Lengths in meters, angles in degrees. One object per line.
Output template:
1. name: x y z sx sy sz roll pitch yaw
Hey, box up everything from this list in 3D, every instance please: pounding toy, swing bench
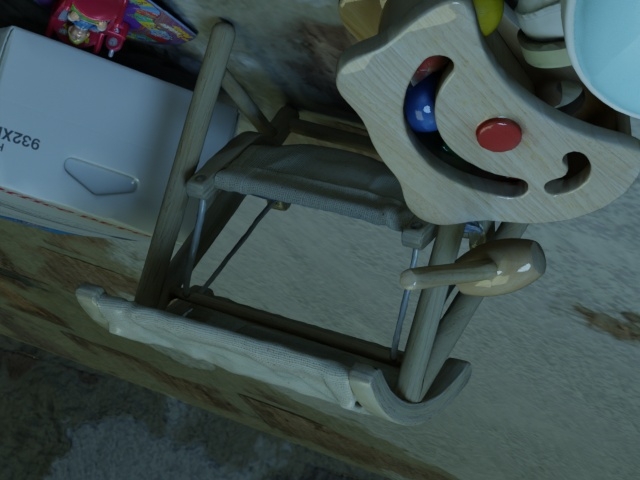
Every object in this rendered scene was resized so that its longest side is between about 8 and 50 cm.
1. pounding toy: 0.115 -0.056 1.124 0.154 0.154 0.269 -14 138 19
2. swing bench: 0.000 0.000 1.358 0.253 0.254 0.165 16 163 29

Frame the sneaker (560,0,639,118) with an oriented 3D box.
1. sneaker: 0.191 -0.130 0.612 0.135 0.150 0.366 33 139 -9

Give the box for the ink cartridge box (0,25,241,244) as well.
1. ink cartridge box: -0.245 -0.086 1.574 0.223 0.129 0.307 18 173 -31

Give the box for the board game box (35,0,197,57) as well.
1. board game box: -0.180 -0.172 1.423 0.133 0.033 0.169 10 169 28

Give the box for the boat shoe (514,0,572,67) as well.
1. boat shoe: 0.159 -0.151 0.912 0.302 0.113 0.103 -161 49 -80
